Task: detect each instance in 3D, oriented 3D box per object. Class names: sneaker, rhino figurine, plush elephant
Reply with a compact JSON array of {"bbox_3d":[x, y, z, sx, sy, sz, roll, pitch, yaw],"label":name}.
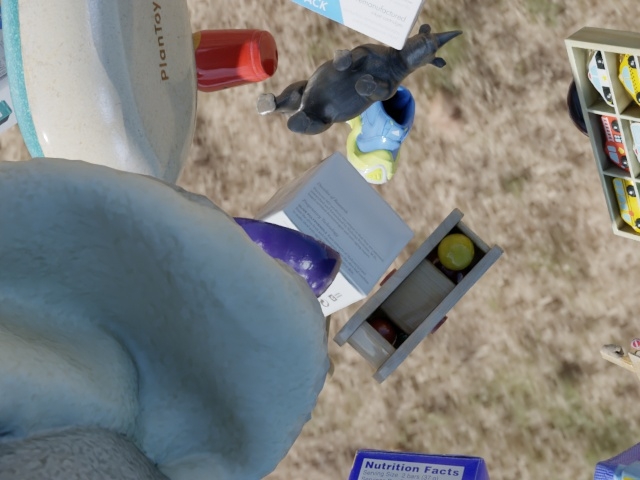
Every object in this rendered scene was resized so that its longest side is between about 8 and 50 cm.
[{"bbox_3d":[0.088,-0.192,1.915,0.091,0.240,0.126,15,129,-23],"label":"sneaker"},{"bbox_3d":[0.052,-0.188,1.552,0.243,0.106,0.073,-25,86,19],"label":"rhino figurine"},{"bbox_3d":[-0.113,0.113,0.281,0.255,0.330,0.271,8,120,-37],"label":"plush elephant"}]

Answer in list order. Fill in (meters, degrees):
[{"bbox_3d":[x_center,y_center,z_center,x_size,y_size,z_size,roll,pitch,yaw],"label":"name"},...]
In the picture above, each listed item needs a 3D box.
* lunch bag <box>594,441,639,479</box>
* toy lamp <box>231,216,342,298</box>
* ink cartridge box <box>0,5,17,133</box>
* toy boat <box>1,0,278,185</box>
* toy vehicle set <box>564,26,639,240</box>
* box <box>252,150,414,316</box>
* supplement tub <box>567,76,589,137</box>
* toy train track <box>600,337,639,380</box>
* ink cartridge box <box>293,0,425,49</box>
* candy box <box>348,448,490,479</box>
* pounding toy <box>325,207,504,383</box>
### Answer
[{"bbox_3d":[0.318,0.164,0.769,0.293,0.221,0.138,-20,114,-49],"label":"lunch bag"},{"bbox_3d":[-0.058,0.127,0.608,0.080,0.274,0.080,12,164,3],"label":"toy lamp"},{"bbox_3d":[-0.445,-0.173,1.614,0.231,0.134,0.078,-37,156,-16],"label":"ink cartridge box"},{"bbox_3d":[-0.161,-0.145,1.112,0.148,0.318,0.267,-3,95,23],"label":"toy boat"},{"bbox_3d":[0.377,-0.107,1.529,0.035,0.166,0.266,-36,121,-26],"label":"toy vehicle set"},{"bbox_3d":[0.000,0.000,1.141,0.102,0.087,0.101,46,145,-10],"label":"box"},{"bbox_3d":[0.394,-0.173,1.731,0.106,0.106,0.198,-47,159,22],"label":"supplement tub"},{"bbox_3d":[0.179,0.068,0.675,0.014,0.083,0.048,-57,149,-12],"label":"toy train track"},{"bbox_3d":[0.049,-0.244,0.979,0.104,0.061,0.181,24,122,2],"label":"ink cartridge box"},{"bbox_3d":[0.072,0.371,1.109,0.122,0.317,0.268,3,142,22],"label":"candy box"},{"bbox_3d":[0.070,0.062,1.593,0.155,0.154,0.269,43,91,6],"label":"pounding toy"}]
